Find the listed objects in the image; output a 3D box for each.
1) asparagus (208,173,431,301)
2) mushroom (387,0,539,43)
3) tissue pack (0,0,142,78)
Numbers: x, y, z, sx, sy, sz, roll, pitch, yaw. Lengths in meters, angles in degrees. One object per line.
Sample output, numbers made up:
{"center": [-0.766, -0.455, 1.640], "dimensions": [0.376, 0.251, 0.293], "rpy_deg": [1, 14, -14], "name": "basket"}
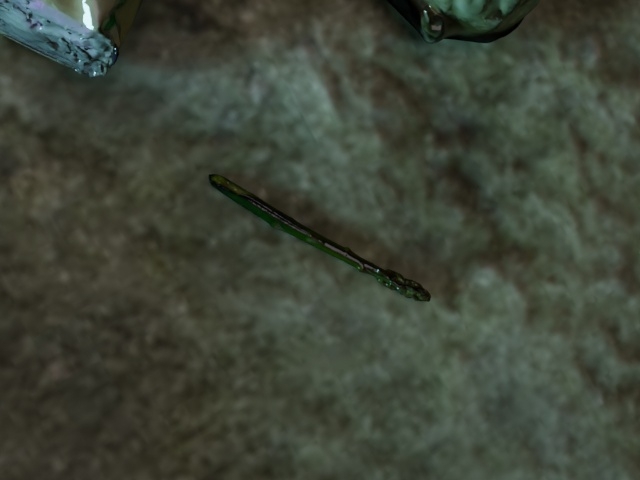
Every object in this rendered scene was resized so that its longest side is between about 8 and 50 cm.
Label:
{"center": [0.000, 0.000, 0.678], "dimensions": [0.166, 0.013, 0.016], "rpy_deg": [30, 88, -8], "name": "asparagus"}
{"center": [0.150, -0.294, 0.693], "dimensions": [0.247, 0.130, 0.344], "rpy_deg": [46, 76, 0], "name": "mushroom"}
{"center": [-0.172, -0.256, 0.612], "dimensions": [0.215, 0.123, 0.256], "rpy_deg": [23, 79, -12], "name": "tissue pack"}
